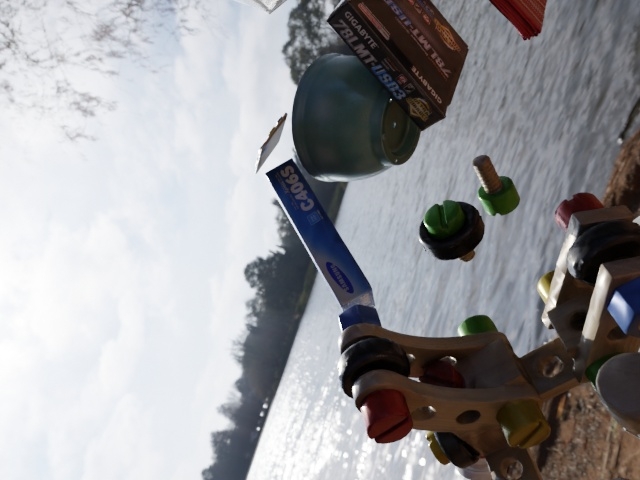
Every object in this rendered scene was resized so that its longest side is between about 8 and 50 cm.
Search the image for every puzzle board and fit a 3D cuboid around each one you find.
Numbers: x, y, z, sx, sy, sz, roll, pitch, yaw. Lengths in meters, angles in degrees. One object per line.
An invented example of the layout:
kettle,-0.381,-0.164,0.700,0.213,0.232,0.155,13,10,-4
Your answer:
puzzle board,-0.106,-0.201,1.077,0.096,0.011,0.128,-58,2,-20

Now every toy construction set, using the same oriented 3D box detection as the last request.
toy construction set,0.189,0.125,0.411,0.257,0.237,0.309,-43,33,-7

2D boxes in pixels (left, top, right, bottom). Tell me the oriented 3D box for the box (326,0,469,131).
box,0.175,-0.423,1.074,0.073,0.295,0.293,-29,26,43

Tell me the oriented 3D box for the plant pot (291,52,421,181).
plant pot,0.104,-0.264,1.159,0.293,0.196,0.294,-23,-60,-47

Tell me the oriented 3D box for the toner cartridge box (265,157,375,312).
toner cartridge box,0.000,0.000,1.148,0.075,0.348,0.165,-30,-22,-2

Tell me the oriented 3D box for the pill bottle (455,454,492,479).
pill bottle,0.296,0.346,0.995,0.121,0.121,0.216,-68,-29,-68

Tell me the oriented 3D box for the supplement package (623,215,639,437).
supplement package,0.472,0.112,0.681,0.204,0.145,0.262,-47,25,31

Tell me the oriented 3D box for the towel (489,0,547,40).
towel,0.348,-0.506,0.957,0.031,0.198,0.275,-32,26,50

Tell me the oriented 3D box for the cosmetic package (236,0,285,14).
cosmetic package,-0.116,-0.239,0.359,0.098,0.238,0.061,3,86,58
